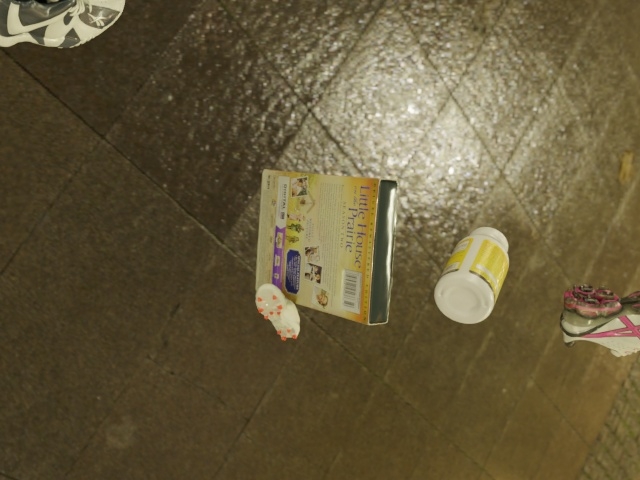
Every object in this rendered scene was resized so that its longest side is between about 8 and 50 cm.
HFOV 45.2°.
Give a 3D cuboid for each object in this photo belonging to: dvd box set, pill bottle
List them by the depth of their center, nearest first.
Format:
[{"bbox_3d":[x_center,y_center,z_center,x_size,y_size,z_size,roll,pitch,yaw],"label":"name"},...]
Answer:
[{"bbox_3d":[0.172,0.034,0.851,0.116,0.065,0.065,-52,135,-48],"label":"pill bottle"},{"bbox_3d":[0.000,0.000,1.731,0.062,0.420,0.307,-1,96,-39],"label":"dvd box set"}]

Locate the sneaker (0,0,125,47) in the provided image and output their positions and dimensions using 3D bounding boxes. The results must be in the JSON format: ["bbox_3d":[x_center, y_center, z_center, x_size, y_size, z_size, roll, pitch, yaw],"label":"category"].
[{"bbox_3d":[-0.295,-0.290,0.885,0.235,0.153,0.094,-19,95,-47],"label":"sneaker"}]

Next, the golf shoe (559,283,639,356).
[{"bbox_3d":[0.404,0.108,0.985,0.067,0.186,0.086,-56,149,-62],"label":"golf shoe"}]

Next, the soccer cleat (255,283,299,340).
[{"bbox_3d":[-0.095,0.148,1.721,0.196,0.068,0.076,65,23,-47],"label":"soccer cleat"}]
